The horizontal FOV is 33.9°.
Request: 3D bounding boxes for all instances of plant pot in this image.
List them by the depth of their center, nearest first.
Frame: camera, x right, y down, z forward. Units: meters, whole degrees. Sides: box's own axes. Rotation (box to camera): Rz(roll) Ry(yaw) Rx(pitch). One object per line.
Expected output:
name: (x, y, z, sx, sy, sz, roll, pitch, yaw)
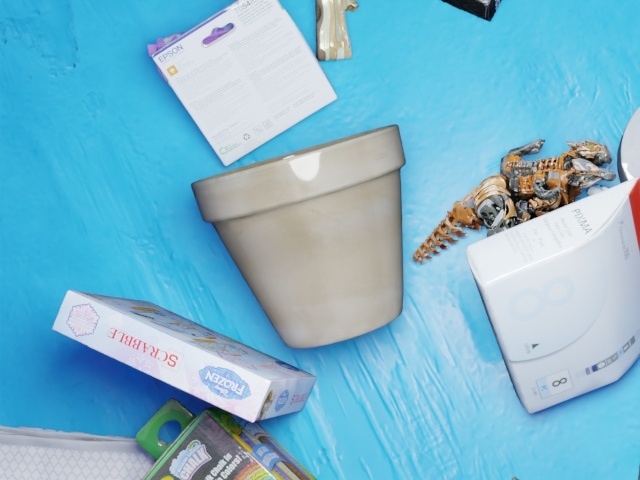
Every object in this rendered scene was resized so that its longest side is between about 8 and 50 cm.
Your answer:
plant pot: (0.000, 0.000, 1.582, 0.323, 0.323, 0.280, -16, 96, 8)

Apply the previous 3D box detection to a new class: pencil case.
pencil case: (-0.173, -0.319, 1.744, 0.206, 0.088, 0.086, -14, 79, 9)

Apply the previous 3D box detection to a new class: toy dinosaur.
toy dinosaur: (0.301, -0.032, 1.608, 0.322, 0.164, 0.218, -36, 57, 41)

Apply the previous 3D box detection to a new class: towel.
towel: (-0.417, 0.469, 1.707, 0.332, 0.053, 0.317, 2, 83, 12)

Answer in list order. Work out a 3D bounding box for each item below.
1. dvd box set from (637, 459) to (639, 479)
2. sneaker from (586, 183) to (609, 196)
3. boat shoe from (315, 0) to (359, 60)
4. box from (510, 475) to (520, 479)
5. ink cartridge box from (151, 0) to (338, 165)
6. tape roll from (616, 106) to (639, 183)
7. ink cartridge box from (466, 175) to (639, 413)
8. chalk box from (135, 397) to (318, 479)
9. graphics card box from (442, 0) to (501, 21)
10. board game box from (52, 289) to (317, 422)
dvd box set: (0.598, 0.494, 1.506, 0.308, 0.062, 0.420, 6, 84, 12)
sneaker: (0.463, -0.002, 1.594, 0.083, 0.071, 0.190, -43, 77, 9)
boat shoe: (0.028, -0.390, 1.733, 0.072, 0.068, 0.190, -1, 92, -2)
box: (0.343, 0.425, 1.564, 0.169, 0.059, 0.054, 35, 92, 13)
ink cartridge box: (-0.121, -0.267, 1.691, 0.223, 0.045, 0.224, -30, 114, 6)
tape roll: (0.564, -0.126, 1.588, 0.219, 0.072, 0.219, -2, 82, 11)
ink cartridge box: (0.426, 0.065, 1.476, 0.385, 0.308, 0.091, -21, 41, 6)
chalk box: (-0.151, 0.369, 1.606, 0.289, 0.179, 0.180, 43, 93, 14)
graphics card box: (0.254, -0.568, 1.692, 0.233, 0.094, 0.371, 26, 87, 12)
board game box: (-0.188, 0.171, 1.566, 0.318, 0.319, 0.066, 22, 89, 13)
